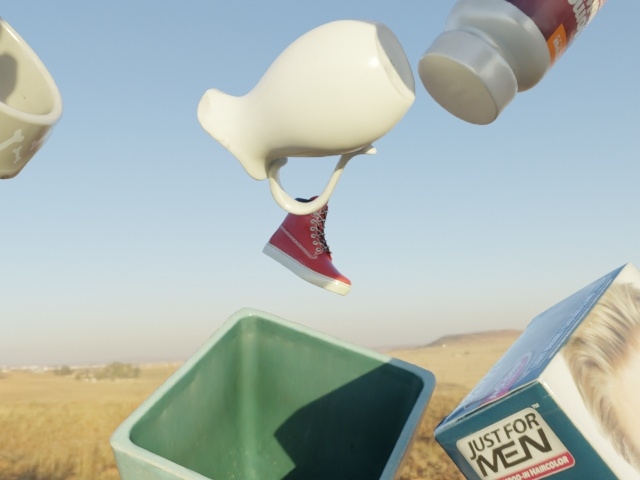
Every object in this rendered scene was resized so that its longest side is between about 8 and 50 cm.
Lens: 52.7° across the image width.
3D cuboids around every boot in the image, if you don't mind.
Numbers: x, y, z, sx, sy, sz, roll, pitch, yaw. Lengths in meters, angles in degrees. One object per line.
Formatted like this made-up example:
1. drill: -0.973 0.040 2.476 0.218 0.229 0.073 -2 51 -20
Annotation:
1. boot: 0.000 0.000 1.359 0.244 0.176 0.088 31 -1 39

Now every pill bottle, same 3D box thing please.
1. pill bottle: 0.208 -0.234 0.676 0.121 0.221 0.121 39 -10 8

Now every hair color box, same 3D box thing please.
1. hair color box: 0.254 0.203 0.421 0.174 0.347 0.105 -31 -12 -44

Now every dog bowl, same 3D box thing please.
1. dog bowl: -0.509 -0.248 0.885 0.102 0.348 0.349 -39 -19 10

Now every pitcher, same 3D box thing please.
1. pitcher: 0.001 -0.121 0.678 0.207 0.125 0.177 -20 -60 30

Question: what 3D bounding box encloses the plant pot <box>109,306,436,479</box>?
1. plant pot: -0.042 0.268 0.698 0.247 0.252 0.248 16 32 19
